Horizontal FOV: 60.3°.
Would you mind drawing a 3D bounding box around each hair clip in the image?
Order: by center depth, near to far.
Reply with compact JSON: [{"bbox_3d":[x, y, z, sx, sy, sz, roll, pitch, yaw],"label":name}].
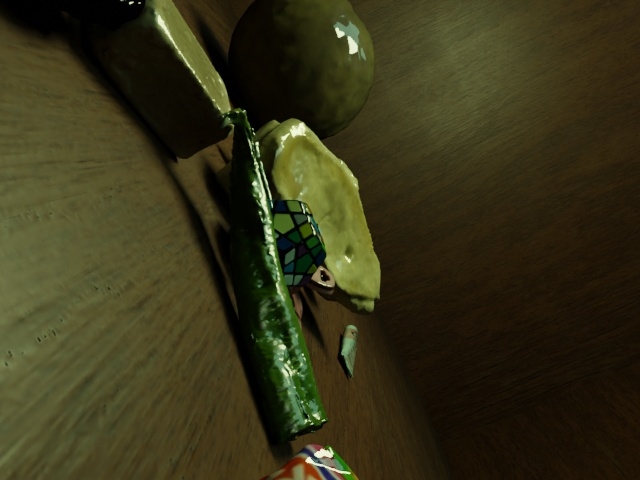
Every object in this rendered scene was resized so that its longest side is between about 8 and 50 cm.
[{"bbox_3d":[-0.060,0.069,0.821,0.138,0.102,0.123,28,17,-18],"label":"hair clip"}]

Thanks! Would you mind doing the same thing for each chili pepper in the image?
[{"bbox_3d":[-0.065,0.033,0.601,0.084,0.076,0.359,4,68,-56],"label":"chili pepper"}]

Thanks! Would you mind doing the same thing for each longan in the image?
[{"bbox_3d":[-0.046,-0.446,1.408,0.391,0.390,0.391,-25,90,-84],"label":"longan"}]

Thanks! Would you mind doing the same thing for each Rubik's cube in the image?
[{"bbox_3d":[-0.056,0.003,0.717,0.133,0.111,0.133,62,8,-16],"label":"Rubik's cube"}]

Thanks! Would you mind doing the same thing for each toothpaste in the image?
[{"bbox_3d":[0.062,0.235,1.207,0.205,0.036,0.056,-62,129,-78],"label":"toothpaste"}]

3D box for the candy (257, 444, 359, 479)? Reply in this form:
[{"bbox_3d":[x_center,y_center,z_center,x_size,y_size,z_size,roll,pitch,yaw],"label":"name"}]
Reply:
[{"bbox_3d":[0.029,0.295,0.341,0.124,0.124,0.366,-100,171,-69],"label":"candy"}]

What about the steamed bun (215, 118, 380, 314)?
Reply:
[{"bbox_3d":[-0.031,-0.064,0.954,0.428,0.189,0.247,49,58,-47],"label":"steamed bun"}]

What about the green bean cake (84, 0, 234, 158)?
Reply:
[{"bbox_3d":[-0.172,-0.189,0.612,0.179,0.085,0.109,56,13,-54],"label":"green bean cake"}]

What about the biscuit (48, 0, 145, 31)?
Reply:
[{"bbox_3d":[-0.222,-0.258,0.446,0.195,0.053,0.195,51,16,-21],"label":"biscuit"}]
